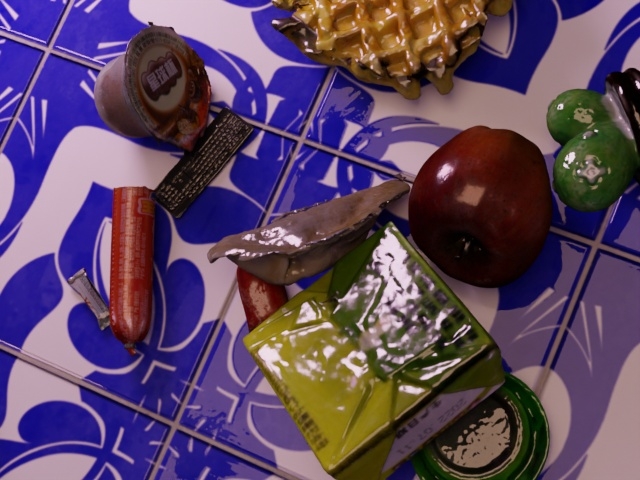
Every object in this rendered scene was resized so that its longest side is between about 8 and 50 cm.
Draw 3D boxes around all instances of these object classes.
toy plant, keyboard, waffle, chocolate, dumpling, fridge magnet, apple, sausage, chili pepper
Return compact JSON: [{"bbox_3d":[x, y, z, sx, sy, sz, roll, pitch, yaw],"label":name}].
[{"bbox_3d":[0.435,-0.149,1.773,0.235,0.175,0.218,-18,44,6],"label":"toy plant"},{"bbox_3d":[-0.196,-0.130,2.013,0.074,0.015,0.196,40,87,20],"label":"keyboard"},{"bbox_3d":[0.126,-0.423,1.971,0.382,0.095,0.379,31,84,22],"label":"waffle"},{"bbox_3d":[-0.287,-0.233,1.999,0.147,0.221,0.221,-16,70,39],"label":"chocolate"},{"bbox_3d":[0.000,0.002,1.851,0.332,0.166,0.086,-23,116,-6],"label":"dumpling"},{"bbox_3d":[0.226,0.282,1.764,0.208,0.088,0.208,-5,69,14],"label":"fridge magnet"},{"bbox_3d":[0.082,0.170,1.760,0.289,0.137,0.301,-39,46,1],"label":"chocolate"},{"bbox_3d":[0.236,-0.054,1.779,0.234,0.234,0.234,-3,75,13],"label":"apple"},{"bbox_3d":[-0.303,0.049,1.962,0.074,0.074,0.274,-3,75,13],"label":"sausage"},{"bbox_3d":[-0.094,0.078,1.909,0.073,0.070,0.123,-27,71,37],"label":"chili pepper"}]

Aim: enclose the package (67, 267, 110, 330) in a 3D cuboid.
[{"bbox_3d":[-0.372,0.096,1.998,0.037,0.015,0.110,-40,69,2],"label":"package"}]
